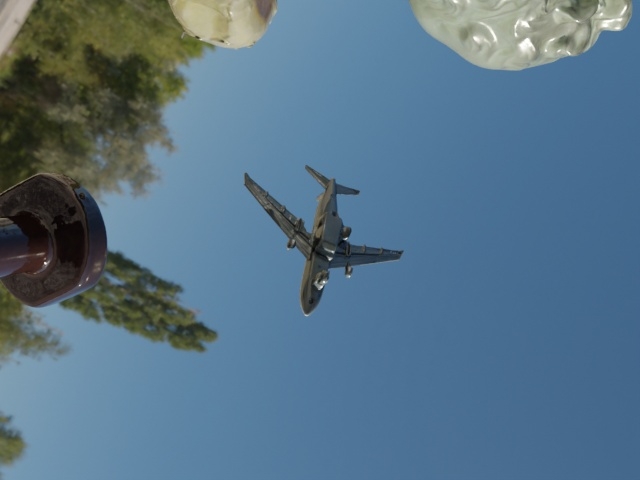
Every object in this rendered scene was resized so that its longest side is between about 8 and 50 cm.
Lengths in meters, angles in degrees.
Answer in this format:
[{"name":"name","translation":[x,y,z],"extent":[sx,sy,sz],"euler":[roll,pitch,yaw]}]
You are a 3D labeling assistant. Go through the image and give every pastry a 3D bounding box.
[{"name":"pastry","translation":[-0.087,-0.258,0.729],"extent":[0.166,0.088,0.166],"euler":[10,90,-82]}]

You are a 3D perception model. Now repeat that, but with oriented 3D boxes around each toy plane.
[{"name":"toy plane","translation":[0.002,-0.003,0.939],"extent":[0.058,0.226,0.226],"euler":[-53,-161,35]}]

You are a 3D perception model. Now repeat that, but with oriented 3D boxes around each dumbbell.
[{"name":"dumbbell","translation":[-0.310,0.009,0.700],"extent":[0.140,0.124,0.225],"euler":[-22,176,25]}]

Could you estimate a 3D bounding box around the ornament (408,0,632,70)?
[{"name":"ornament","translation":[0.117,-0.220,0.392],"extent":[0.120,0.130,0.285],"euler":[9,-104,38]}]
